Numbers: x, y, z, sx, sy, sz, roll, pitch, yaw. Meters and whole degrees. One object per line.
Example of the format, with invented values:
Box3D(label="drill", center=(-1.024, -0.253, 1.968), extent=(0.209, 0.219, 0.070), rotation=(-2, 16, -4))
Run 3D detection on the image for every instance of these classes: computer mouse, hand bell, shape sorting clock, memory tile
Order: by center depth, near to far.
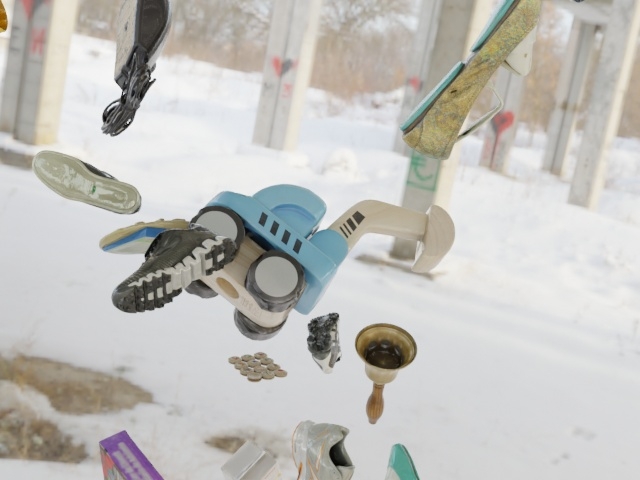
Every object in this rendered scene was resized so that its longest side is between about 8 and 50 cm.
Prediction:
Box3D(label="computer mouse", center=(-0.286, -0.310, 1.445), extent=(0.072, 0.272, 0.188), rotation=(13, -27, -27))
Box3D(label="shape sorting clock", center=(-0.338, -0.007, 1.784), extent=(0.206, 0.040, 0.206), rotation=(-8, -11, -2))
Box3D(label="hand bell", center=(0.120, 0.298, 1.848), extent=(0.126, 0.242, 0.126), rotation=(4, 41, -3))
Box3D(label="memory tile", center=(-0.159, 0.317, 2.248), extent=(0.113, 0.012, 0.148), rotation=(-5, 19, -30))

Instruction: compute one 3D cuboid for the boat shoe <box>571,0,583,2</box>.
Box3D(label="boat shoe", center=(0.446, -0.434, 1.437), extent=(0.065, 0.083, 0.183), rotation=(-17, 11, -4))

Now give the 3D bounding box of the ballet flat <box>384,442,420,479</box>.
Box3D(label="ballet flat", center=(0.166, 0.499, 1.707), extent=(0.087, 0.083, 0.247), rotation=(-15, 50, -16))

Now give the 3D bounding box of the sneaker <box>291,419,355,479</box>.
Box3D(label="sneaker", center=(0.014, 0.493, 1.792), extent=(0.121, 0.262, 0.099), rotation=(-7, -6, 30))

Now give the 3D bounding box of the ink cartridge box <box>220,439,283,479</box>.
Box3D(label="ink cartridge box", center=(-0.147, 0.512, 1.943), extent=(0.090, 0.143, 0.092), rotation=(30, 59, 30))

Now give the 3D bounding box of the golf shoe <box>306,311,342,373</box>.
Box3D(label="golf shoe", center=(0.012, 0.238, 2.081), extent=(0.077, 0.094, 0.198), rotation=(-13, 20, 15))

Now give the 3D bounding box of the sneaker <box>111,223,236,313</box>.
Box3D(label="sneaker", center=(-0.258, 0.040, 1.474), extent=(0.234, 0.078, 0.106), rotation=(-31, 53, -34))

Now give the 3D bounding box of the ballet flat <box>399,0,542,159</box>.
Box3D(label="ballet flat", center=(0.273, -0.277, 1.462), extent=(0.123, 0.348, 0.123), rotation=(36, 14, -10))

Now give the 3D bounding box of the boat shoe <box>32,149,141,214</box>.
Box3D(label="boat shoe", center=(-0.474, -0.113, 1.819), extent=(0.233, 0.084, 0.079), rotation=(24, -2, -2))

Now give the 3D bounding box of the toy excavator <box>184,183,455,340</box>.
Box3D(label="toy excavator", center=(0.000, 0.000, 1.786), extent=(0.433, 0.445, 0.222), rotation=(37, -27, 6))

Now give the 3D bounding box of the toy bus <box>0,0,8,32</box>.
Box3D(label="toy bus", center=(-0.594, -0.379, 1.297), extent=(0.211, 0.220, 0.149), rotation=(-24, 43, -2))

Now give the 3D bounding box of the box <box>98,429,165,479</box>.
Box3D(label="box", center=(-0.314, 0.510, 1.596), extent=(0.057, 0.293, 0.201), rotation=(-22, 40, -32))
